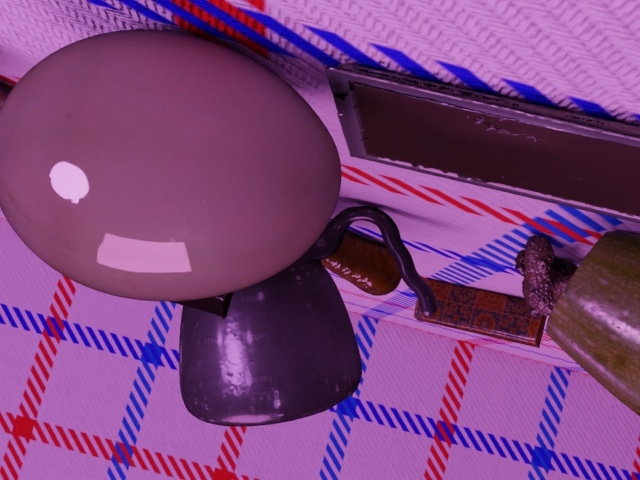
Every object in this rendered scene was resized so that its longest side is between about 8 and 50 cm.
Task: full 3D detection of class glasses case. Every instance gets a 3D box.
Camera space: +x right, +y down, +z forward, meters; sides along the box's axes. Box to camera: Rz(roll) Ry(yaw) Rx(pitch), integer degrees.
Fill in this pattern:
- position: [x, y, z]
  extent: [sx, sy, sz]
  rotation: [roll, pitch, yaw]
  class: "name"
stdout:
- position: [0.275, 0.124, 1.493]
  extent: [0.218, 0.075, 0.049]
  rotation: [11, 170, 27]
  class: "glasses case"

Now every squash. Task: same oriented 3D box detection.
- position: [0.297, 0.066, 0.810]
  extent: [0.123, 0.170, 0.170]
  rotation: [32, 180, 25]
  class: "squash"

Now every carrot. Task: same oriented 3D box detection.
- position: [0.000, 0.000, 1.223]
  extent: [0.298, 0.078, 0.078]
  rotation: [28, 166, -35]
  class: "carrot"

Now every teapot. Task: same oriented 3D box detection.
- position: [-0.047, 0.060, 1.031]
  extent: [0.305, 0.285, 0.223]
  rotation: [-5, -173, 42]
  class: "teapot"

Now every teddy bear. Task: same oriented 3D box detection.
- position: [0.264, 0.055, 0.984]
  extent: [0.119, 0.078, 0.160]
  rotation: [42, -172, 20]
  class: "teddy bear"

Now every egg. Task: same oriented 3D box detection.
- position: [-0.106, -0.049, 0.598]
  extent: [0.242, 0.185, 0.186]
  rotation: [12, 172, 9]
  class: "egg"

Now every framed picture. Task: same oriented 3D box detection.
- position: [0.145, -0.065, 0.639]
  extent: [0.274, 0.016, 0.216]
  rotation: [14, 173, 8]
  class: "framed picture"

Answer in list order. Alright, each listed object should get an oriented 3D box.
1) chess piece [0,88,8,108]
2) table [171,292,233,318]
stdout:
- position: [-0.344, -0.097, 0.963]
  extent: [0.133, 0.133, 0.243]
  rotation: [12, 166, 20]
  class: "chess piece"
- position: [-0.147, -0.035, 0.832]
  extent: [0.169, 0.172, 0.193]
  rotation: [16, 168, -2]
  class: "table"
